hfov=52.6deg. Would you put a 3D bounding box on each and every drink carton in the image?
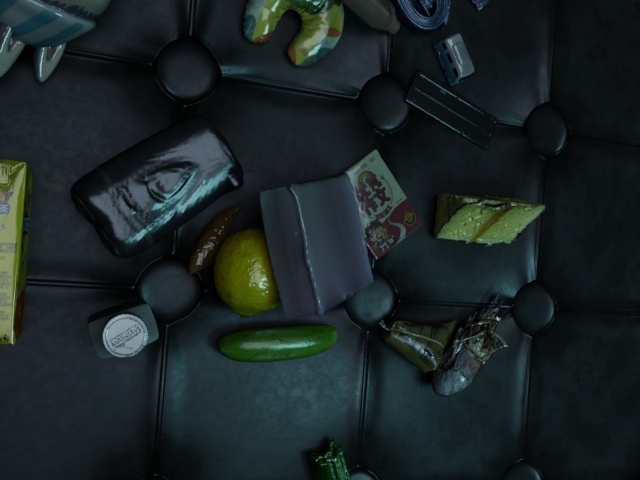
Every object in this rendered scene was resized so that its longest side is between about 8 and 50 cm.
[{"bbox_3d":[-0.641,0.019,1.278,0.111,0.154,0.351,5,89,-20],"label":"drink carton"}]

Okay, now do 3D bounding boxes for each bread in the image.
[{"bbox_3d":[0.428,-0.068,1.684,0.266,0.142,0.178,5,130,-21],"label":"bread"}]

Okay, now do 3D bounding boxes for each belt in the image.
[{"bbox_3d":[0.246,-0.609,1.626,0.141,0.082,0.190,-27,98,-12],"label":"belt"}]

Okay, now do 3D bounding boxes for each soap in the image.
[{"bbox_3d":[0.000,0.000,1.448,0.296,0.107,0.285,-19,99,-63],"label":"soap"}]

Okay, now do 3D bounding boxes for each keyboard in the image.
[{"bbox_3d":[0.304,-0.363,1.680,0.381,0.041,0.103,28,81,-24],"label":"keyboard"}]

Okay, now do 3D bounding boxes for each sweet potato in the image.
[{"bbox_3d":[-0.241,-0.006,1.477,0.206,0.060,0.068,-58,144,-11],"label":"sweet potato"}]

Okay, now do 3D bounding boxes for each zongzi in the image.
[{"bbox_3d":[0.246,0.219,1.657,0.189,0.081,0.178,38,57,-2],"label":"zongzi"}]

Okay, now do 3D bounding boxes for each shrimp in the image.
[{"bbox_3d":[0.403,0.264,1.667,0.116,0.145,0.343,40,69,7],"label":"shrimp"}]

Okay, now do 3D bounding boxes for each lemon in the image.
[{"bbox_3d":[-0.149,0.068,1.448,0.180,0.180,0.193,35,64,-17],"label":"lemon"}]

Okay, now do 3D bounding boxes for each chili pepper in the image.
[{"bbox_3d":[0.029,0.598,1.577,0.098,0.061,0.224,-9,89,-22],"label":"chili pepper"}]

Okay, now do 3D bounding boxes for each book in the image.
[{"bbox_3d":[0.138,-0.090,1.626,0.162,0.022,0.232,-37,103,-16],"label":"book"}]

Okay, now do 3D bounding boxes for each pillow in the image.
[{"bbox_3d":[-0.057,-0.531,1.526,0.233,0.086,0.214,26,93,-21],"label":"pillow"}]

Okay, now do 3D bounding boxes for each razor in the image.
[{"bbox_3d":[-0.346,-0.119,1.404,0.349,0.113,0.204,-34,103,-18],"label":"razor"}]

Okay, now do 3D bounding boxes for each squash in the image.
[{"bbox_3d":[-0.092,0.240,1.516,0.292,0.082,0.082,-2,91,-20],"label":"squash"}]

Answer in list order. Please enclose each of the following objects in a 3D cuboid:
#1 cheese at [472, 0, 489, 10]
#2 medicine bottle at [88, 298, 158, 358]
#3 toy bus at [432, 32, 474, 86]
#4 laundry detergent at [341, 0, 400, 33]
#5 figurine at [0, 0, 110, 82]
[{"bbox_3d":[0.397,-0.676,1.703,0.095,0.038,0.145,-44,110,-12],"label":"cheese"},{"bbox_3d":[-0.410,0.184,1.345,0.132,0.188,0.088,-18,96,-18],"label":"medicine bottle"},{"bbox_3d":[0.348,-0.467,1.668,0.060,0.075,0.123,-28,100,-17],"label":"toy bus"},{"bbox_3d":[0.107,-0.605,1.561,0.237,0.076,0.171,22,50,-48],"label":"laundry detergent"},{"bbox_3d":[-0.591,-0.508,1.240,0.361,0.266,0.378,20,84,-13],"label":"figurine"}]
